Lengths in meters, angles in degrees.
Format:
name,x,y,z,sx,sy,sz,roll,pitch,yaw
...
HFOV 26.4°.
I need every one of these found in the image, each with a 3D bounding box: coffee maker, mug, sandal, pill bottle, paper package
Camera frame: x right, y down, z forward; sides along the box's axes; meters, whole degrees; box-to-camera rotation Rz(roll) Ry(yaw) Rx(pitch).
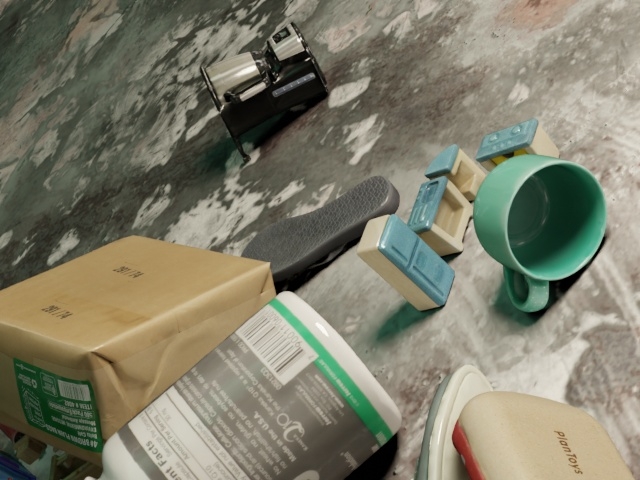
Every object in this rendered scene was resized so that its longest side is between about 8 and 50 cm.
name,x,y,z,sx,sy,sz,roll,pitch,yaw
coffee maker,-0.084,-0.245,2.204,0.178,0.171,0.120,-25,53,1
mug,0.224,-0.018,1.484,0.157,0.129,0.097,-52,25,-6
sandal,0.000,0.000,1.872,0.255,0.054,0.097,-25,42,21
pill bottle,-0.106,0.241,1.489,0.361,0.204,0.204,-40,27,-6
paper package,-0.250,0.132,1.741,0.309,0.168,0.325,-26,24,-38

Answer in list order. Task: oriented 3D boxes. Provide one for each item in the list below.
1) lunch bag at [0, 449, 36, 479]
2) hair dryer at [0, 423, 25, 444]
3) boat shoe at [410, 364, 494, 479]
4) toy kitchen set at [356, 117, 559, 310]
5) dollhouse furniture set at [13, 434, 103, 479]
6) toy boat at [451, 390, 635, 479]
name,x,y,z,sx,sy,sz,roll,pitch,yaw
lunch bag,-0.583,0.311,1.991,0.138,0.293,0.221,-55,14,-13
hair dryer,-0.416,0.179,2.010,0.224,0.080,0.293,-24,40,36
boat shoe,0.107,0.265,1.315,0.099,0.116,0.319,-21,44,38
toy kitchen set,0.167,-0.046,1.606,0.166,0.122,0.207,-17,42,45
dollhouse furniture set,-0.382,0.307,1.900,0.182,0.161,0.101,-37,30,19
toy boat,0.193,0.243,1.228,0.231,0.151,0.151,-109,35,-59
